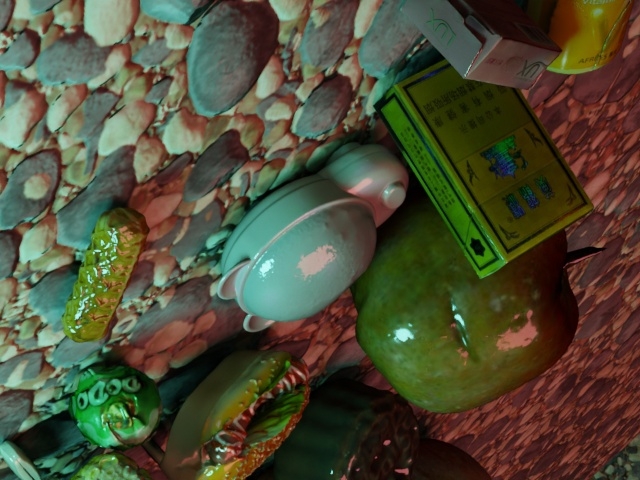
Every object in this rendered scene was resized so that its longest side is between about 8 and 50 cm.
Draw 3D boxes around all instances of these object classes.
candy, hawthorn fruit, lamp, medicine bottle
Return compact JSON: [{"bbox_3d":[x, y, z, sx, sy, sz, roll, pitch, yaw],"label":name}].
[{"bbox_3d":[-0.203,0.214,1.398,0.097,0.097,0.323,-39,161,-11],"label":"candy"},{"bbox_3d":[0.184,0.047,1.455,0.301,0.267,0.268,-25,157,13],"label":"hawthorn fruit"},{"bbox_3d":[0.002,0.001,1.331,0.246,0.108,0.179,-42,158,-7],"label":"lamp"},{"bbox_3d":[0.279,-0.291,1.293,0.124,0.124,0.239,-33,153,-22],"label":"medicine bottle"}]

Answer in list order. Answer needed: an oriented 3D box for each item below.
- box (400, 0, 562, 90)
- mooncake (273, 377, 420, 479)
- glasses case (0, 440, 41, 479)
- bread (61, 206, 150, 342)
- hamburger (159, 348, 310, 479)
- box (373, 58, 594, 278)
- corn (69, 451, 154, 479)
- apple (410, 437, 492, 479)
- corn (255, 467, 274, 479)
[{"bbox_3d":[0.163,-0.211,1.249,0.060,0.111,0.156,-49,153,25],"label":"box"},{"bbox_3d":[0.046,0.309,1.745,0.228,0.124,0.228,-19,115,-46],"label":"mooncake"},{"bbox_3d":[-0.312,0.233,1.296,0.021,0.032,0.083,-40,153,-16],"label":"glasses case"},{"bbox_3d":[-0.201,0.033,1.154,0.052,0.044,0.157,-10,138,-44],"label":"bread"},{"bbox_3d":[-0.096,0.217,1.456,0.210,0.116,0.173,-45,162,-46],"label":"hamburger"},{"bbox_3d":[0.174,-0.088,1.318,0.141,0.220,0.064,-30,174,-29],"label":"box"},{"bbox_3d":[-0.239,0.323,1.374,0.130,0.130,0.347,-31,166,-26],"label":"corn"},{"bbox_3d":[0.171,0.500,2.106,0.345,0.269,0.345,-34,151,-22],"label":"apple"},{"bbox_3d":[0.003,0.355,1.864,0.288,0.086,0.086,-6,134,-51],"label":"corn"}]
